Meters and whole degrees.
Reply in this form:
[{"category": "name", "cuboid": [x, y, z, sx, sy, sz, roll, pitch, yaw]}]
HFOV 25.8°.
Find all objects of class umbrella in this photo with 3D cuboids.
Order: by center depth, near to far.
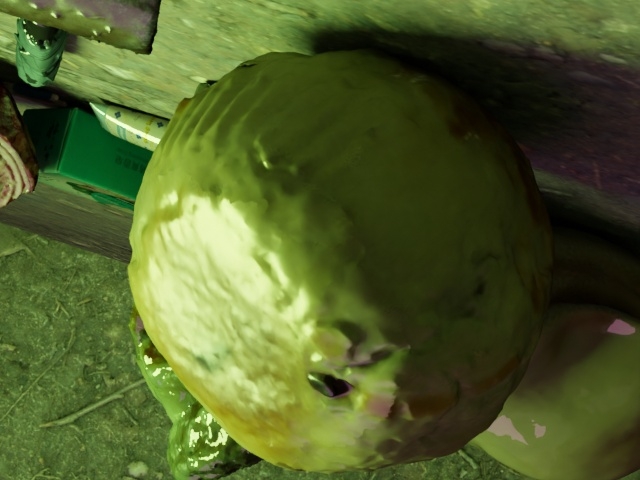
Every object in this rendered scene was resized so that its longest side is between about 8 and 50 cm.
[{"category": "umbrella", "cuboid": [-0.286, -0.201, 1.419, 0.052, 0.053, 0.250, 21, 172, -10]}]

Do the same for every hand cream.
[{"category": "hand cream", "cuboid": [-0.203, -0.132, 1.729, 0.170, 0.043, 0.065, 20, 159, 15]}]

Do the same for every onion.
[{"category": "onion", "cuboid": [-0.481, -0.144, 1.750, 0.207, 0.216, 0.206, -115, 5, -52]}]

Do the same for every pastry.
[{"category": "pastry", "cuboid": [0.029, 0.013, 1.215, 0.388, 0.312, 0.389, 26, 134, 31]}]

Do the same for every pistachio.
[{"category": "pistachio", "cuboid": [0.255, 0.129, 1.623, 0.365, 0.282, 0.445, -20, 148, 37]}]

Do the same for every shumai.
[{"category": "shumai", "cuboid": [-0.069, 0.117, 1.454, 0.260, 0.222, 0.225, -18, 177, 3]}]

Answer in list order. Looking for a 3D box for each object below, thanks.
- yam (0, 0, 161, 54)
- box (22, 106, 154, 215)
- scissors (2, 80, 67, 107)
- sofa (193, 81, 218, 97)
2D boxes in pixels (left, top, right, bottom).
[{"category": "yam", "cuboid": [-0.234, -0.222, 0.970, 0.279, 0.131, 0.131, 18, 171, -4]}, {"category": "box", "cuboid": [-0.275, -0.097, 1.883, 0.244, 0.092, 0.153, 20, 172, -36]}, {"category": "scissors", "cuboid": [-0.384, -0.192, 1.809, 0.113, 0.012, 0.039, 16, 171, 14]}, {"category": "sofa", "cuboid": [-0.037, -0.037, 1.460, 0.258, 0.200, 0.182, 19, 174, 7]}]
